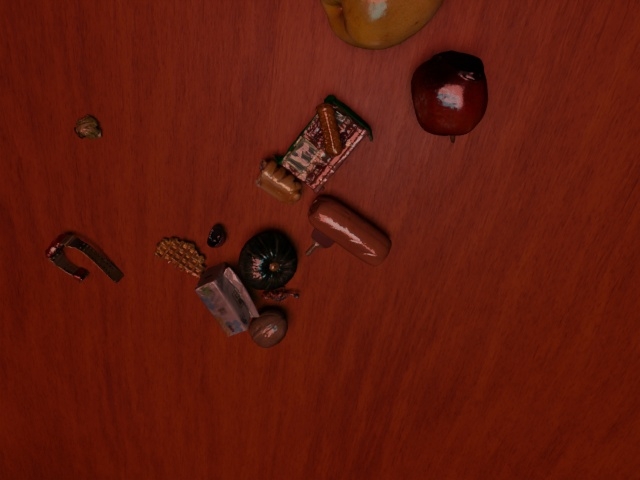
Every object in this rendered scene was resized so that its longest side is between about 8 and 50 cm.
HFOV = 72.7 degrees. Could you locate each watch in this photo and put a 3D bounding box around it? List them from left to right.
[{"bbox_3d":[-0.922,0.090,1.687,0.165,0.102,0.268,-27,118,27],"label":"watch"}]

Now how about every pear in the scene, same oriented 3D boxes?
[{"bbox_3d":[0.150,-0.627,1.055,0.315,0.314,0.314,3,116,7],"label":"pear"}]

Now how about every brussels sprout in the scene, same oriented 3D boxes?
[{"bbox_3d":[-0.785,-0.373,1.453,0.085,0.058,0.085,9,113,22],"label":"brussels sprout"}]

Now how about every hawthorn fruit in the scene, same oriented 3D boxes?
[{"bbox_3d":[0.357,-0.385,1.195,0.216,0.215,0.249,-14,126,15],"label":"hawthorn fruit"}]

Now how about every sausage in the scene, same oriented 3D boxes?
[{"bbox_3d":[0.095,-0.034,1.448,0.304,0.121,0.121,34,116,-9],"label":"sausage"}]

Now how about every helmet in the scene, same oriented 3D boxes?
[{"bbox_3d":[-0.367,-0.011,1.568,0.065,0.049,0.083,24,92,31],"label":"helmet"}]

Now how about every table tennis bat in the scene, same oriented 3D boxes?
[{"bbox_3d":[0.000,0.000,1.540,0.087,0.013,0.156,37,114,-12],"label":"table tennis bat"}]

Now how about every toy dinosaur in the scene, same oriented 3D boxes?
[{"bbox_3d":[-0.154,0.205,1.640,0.154,0.049,0.055,0,113,14],"label":"toy dinosaur"}]

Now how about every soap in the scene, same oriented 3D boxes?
[{"bbox_3d":[0.005,-0.293,1.347,0.218,0.098,0.273,37,115,-10],"label":"soap"}]

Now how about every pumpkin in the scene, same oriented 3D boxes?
[{"bbox_3d":[-0.183,0.072,1.524,0.212,0.152,0.211,-11,115,-25],"label":"pumpkin"}]

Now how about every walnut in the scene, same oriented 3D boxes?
[{"bbox_3d":[-0.198,0.334,1.665,0.162,0.140,0.140,-38,105,9],"label":"walnut"}]

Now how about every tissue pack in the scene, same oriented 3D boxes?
[{"bbox_3d":[-0.328,0.208,1.610,0.145,0.159,0.229,-23,110,13],"label":"tissue pack"}]

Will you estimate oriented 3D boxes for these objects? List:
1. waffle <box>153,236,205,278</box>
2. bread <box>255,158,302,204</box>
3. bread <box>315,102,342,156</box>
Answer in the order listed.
[{"bbox_3d":[-0.528,0.066,1.632,0.192,0.046,0.160,4,116,8],"label":"waffle"},{"bbox_3d":[-0.136,-0.190,1.417,0.177,0.084,0.119,37,151,-12],"label":"bread"},{"bbox_3d":[0.025,-0.318,1.252,0.052,0.044,0.157,-6,112,22],"label":"bread"}]
